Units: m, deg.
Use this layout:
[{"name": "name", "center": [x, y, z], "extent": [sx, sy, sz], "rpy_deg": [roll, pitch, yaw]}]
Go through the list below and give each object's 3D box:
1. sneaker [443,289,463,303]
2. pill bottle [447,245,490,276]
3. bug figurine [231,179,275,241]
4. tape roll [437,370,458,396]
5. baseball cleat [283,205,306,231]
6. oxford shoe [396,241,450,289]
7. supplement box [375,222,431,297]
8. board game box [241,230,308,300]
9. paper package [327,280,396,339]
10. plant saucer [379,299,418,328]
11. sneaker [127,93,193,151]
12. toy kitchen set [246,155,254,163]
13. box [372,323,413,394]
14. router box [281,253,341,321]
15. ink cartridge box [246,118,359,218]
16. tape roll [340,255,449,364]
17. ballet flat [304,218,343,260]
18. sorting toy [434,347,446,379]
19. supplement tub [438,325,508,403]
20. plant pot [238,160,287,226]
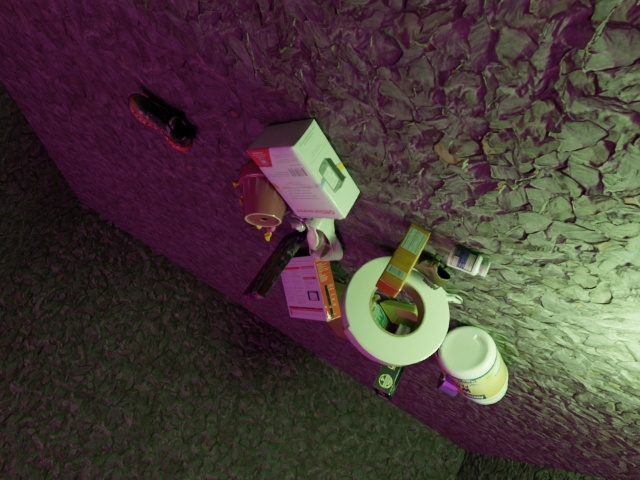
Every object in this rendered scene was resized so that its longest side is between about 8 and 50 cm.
[{"name": "sneaker", "center": [0.486, 0.222, 1.649], "extent": [0.109, 0.044, 0.040], "rpy_deg": [18, 150, 25]}, {"name": "pill bottle", "center": [0.464, 0.068, 1.356], "extent": [0.120, 0.067, 0.067], "rpy_deg": [22, 154, 23]}, {"name": "bug figurine", "center": [-0.240, -0.125, 1.708], "extent": [0.279, 0.072, 0.216], "rpy_deg": [57, -175, -33]}, {"name": "tape roll", "center": [0.639, 0.647, 2.084], "extent": [0.080, 0.189, 0.189], "rpy_deg": [28, 156, 11]}, {"name": "baseball cleat", "center": [-0.117, -0.121, 1.717], "extent": [0.205, 0.072, 0.110], "rpy_deg": [37, 122, 32]}, {"name": "oxford shoe", "center": [0.360, 0.071, 1.498], "extent": [0.227, 0.083, 0.096], "rpy_deg": [37, 137, -12]}, {"name": "supplement box", "center": [0.264, 0.061, 1.381], "extent": [0.080, 0.233, 0.078], "rpy_deg": [32, 156, 10]}, {"name": "board game box", "center": [-0.198, 0.106, 1.885], "extent": [0.056, 0.347, 0.208], "rpy_deg": [39, 154, -11]}, {"name": "paper package", "center": [0.182, 0.382, 2.164], "extent": [0.309, 0.168, 0.325], "rpy_deg": [12, 148, 37]}, {"name": "plant saucer", "center": [0.386, 0.337, 1.981], "extent": [0.188, 0.045, 0.188], "rpy_deg": [11, 149, 39]}, {"name": "sneaker", "center": [-0.582, -0.451, 1.606], "extent": [0.276, 0.098, 0.135], "rpy_deg": [40, 155, -20]}, {"name": "toy kitchen set", "center": [-0.218, -0.287, 1.561], "extent": [0.068, 0.075, 0.083], "rpy_deg": [19, -165, 1]}, {"name": "box", "center": [0.367, 0.610, 2.132], "extent": [0.097, 0.319, 0.395], "rpy_deg": [21, 160, 19]}, {"name": "router box", "center": [-0.060, 0.216, 2.045], "extent": [0.335, 0.082, 0.302], "rpy_deg": [-8, 95, 56]}, {"name": "ink cartridge box", "center": [-0.050, -0.216, 1.365], "extent": [0.226, 0.131, 0.306], "rpy_deg": [7, 147, 43]}, {"name": "tape roll", "center": [0.263, 0.246, 1.541], "extent": [0.391, 0.392, 0.072], "rpy_deg": [31, 156, 2]}, {"name": "ballet flat", "center": [0.000, 0.000, 1.712], "extent": [0.139, 0.139, 0.400], "rpy_deg": [23, 154, 21]}, {"name": "sorting toy", "center": [0.522, 0.501, 1.931], "extent": [0.038, 0.209, 0.193], "rpy_deg": [-19, 169, 10]}, {"name": "supplement tub", "center": [0.644, 0.526, 1.805], "extent": [0.228, 0.228, 0.316], "rpy_deg": [8, 146, 43]}, {"name": "plant pot", "center": [-0.192, -0.153, 1.512], "extent": [0.201, 0.181, 0.201], "rpy_deg": [3, 161, 1]}]
